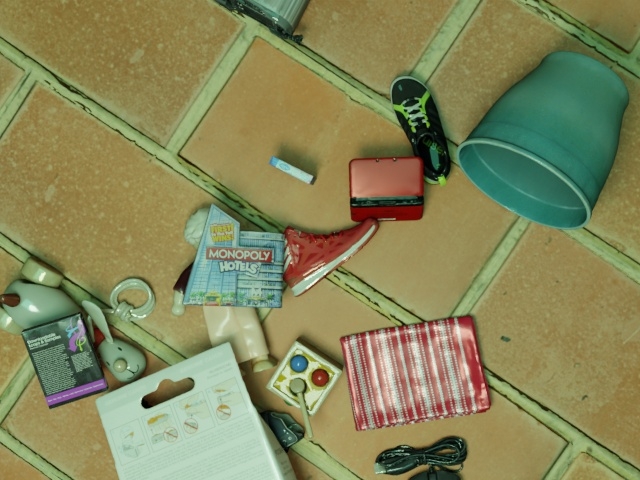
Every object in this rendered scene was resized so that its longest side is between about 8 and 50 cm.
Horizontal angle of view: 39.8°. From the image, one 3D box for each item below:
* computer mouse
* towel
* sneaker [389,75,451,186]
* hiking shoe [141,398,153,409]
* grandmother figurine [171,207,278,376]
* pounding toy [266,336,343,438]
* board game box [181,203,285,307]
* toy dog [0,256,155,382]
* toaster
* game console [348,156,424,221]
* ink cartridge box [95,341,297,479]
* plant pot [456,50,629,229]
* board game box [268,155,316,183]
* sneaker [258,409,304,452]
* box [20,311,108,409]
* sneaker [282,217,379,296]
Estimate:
[{"bbox_3d":[0.219,0.537,1.736,0.189,0.072,0.272,-11,89,2],"label":"computer mouse"},{"bbox_3d":[0.189,0.266,1.759,0.275,0.031,0.198,-10,89,3],"label":"towel"},{"bbox_3d":[0.206,-0.218,1.724,0.084,0.097,0.234,-23,89,3],"label":"sneaker"},{"bbox_3d":[-0.356,0.419,1.761,0.114,0.086,0.226,-29,89,-1],"label":"hiking shoe"},{"bbox_3d":[-0.198,0.101,1.753,0.208,0.104,0.342,-13,86,-24],"label":"grandmother figurine"},{"bbox_3d":[-0.031,0.288,1.736,0.130,0.100,0.141,33,92,3],"label":"pounding toy"},{"bbox_3d":[-0.163,0.030,1.685,0.194,0.060,0.194,2,86,-10],"label":"board game box"},{"bbox_3d":[-0.504,0.162,1.732,0.334,0.161,0.220,12,91,3],"label":"toy dog"},{"bbox_3d":[-0.100,-0.500,1.728,0.227,0.129,0.146,29,89,4],"label":"toaster"},{"bbox_3d":[0.129,-0.098,1.732,0.144,0.124,0.085,-1,68,4],"label":"game console"},{"bbox_3d":[-0.226,0.427,1.691,0.308,0.091,0.385,-24,79,10],"label":"ink cartridge box"},{"bbox_3d":[0.434,-0.200,1.640,0.272,0.271,0.255,33,78,3],"label":"plant pot"},{"bbox_3d":[-0.054,-0.137,1.742,0.090,0.090,0.020,26,94,4],"label":"board game box"},{"bbox_3d":[-0.094,0.448,1.747,0.163,0.086,0.226,-22,88,6],"label":"sneaker"},{"bbox_3d":[-0.484,0.227,1.679,0.116,0.029,0.162,-17,104,-5],"label":"box"},{"bbox_3d":[0.000,0.000,1.743,0.221,0.087,0.128,-39,89,1],"label":"sneaker"}]
